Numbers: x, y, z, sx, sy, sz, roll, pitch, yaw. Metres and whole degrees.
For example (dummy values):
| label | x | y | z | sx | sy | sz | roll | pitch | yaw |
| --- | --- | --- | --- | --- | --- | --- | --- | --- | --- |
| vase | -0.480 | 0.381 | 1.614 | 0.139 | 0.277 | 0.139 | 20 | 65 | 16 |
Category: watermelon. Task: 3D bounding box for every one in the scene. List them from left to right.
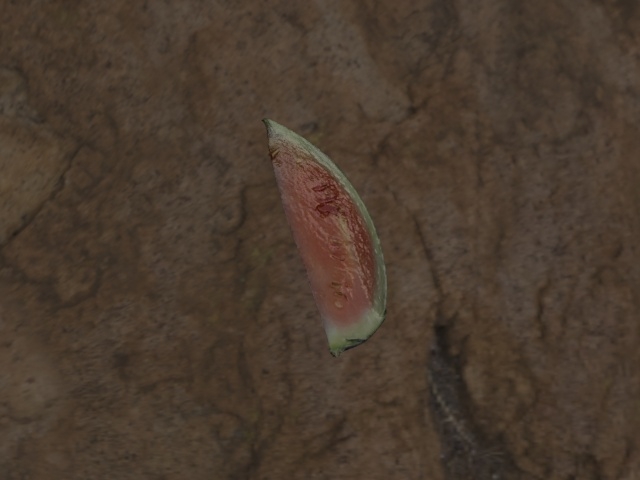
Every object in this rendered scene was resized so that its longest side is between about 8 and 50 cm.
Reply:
| label | x | y | z | sx | sy | sz | roll | pitch | yaw |
| --- | --- | --- | --- | --- | --- | --- | --- | --- | --- |
| watermelon | 0.004 | -0.002 | 1.045 | 0.119 | 0.063 | 0.245 | 20 | 51 | -59 |
